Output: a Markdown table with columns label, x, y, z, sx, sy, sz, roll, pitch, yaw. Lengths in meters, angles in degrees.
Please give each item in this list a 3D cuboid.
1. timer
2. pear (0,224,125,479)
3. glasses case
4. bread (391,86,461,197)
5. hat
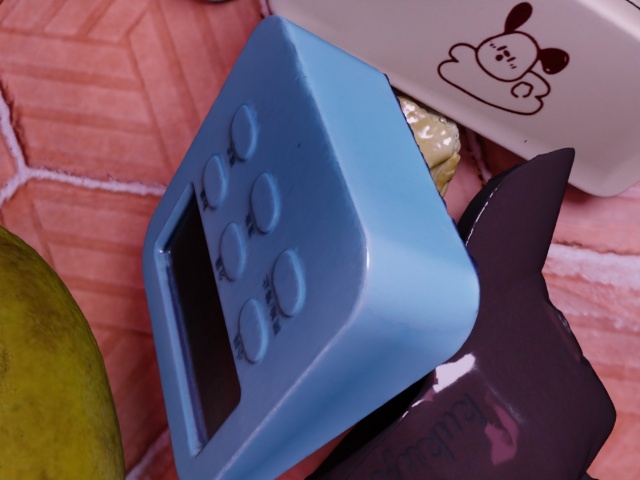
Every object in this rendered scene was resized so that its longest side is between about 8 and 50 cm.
| label | x | y | z | sx | sy | sz | roll | pitch | yaw |
| --- | --- | --- | --- | --- | --- | --- | --- | --- | --- |
| timer | -0.044 | 0.017 | 0.547 | 0.250 | 0.091 | 0.231 | -44 | 48 | 30 |
| pear | -0.319 | 0.179 | 0.615 | 0.352 | 0.352 | 0.413 | -6 | 78 | 8 |
| glasses case | 0.126 | -0.145 | 0.592 | 0.313 | 0.070 | 0.131 | 25 | 136 | -19 |
| bread | 0.000 | 0.000 | 0.668 | 0.152 | 0.130 | 0.267 | 27 | 93 | 46 |
| hat | 0.136 | 0.115 | 0.583 | 0.209 | 0.238 | 0.336 | 31 | 97 | 8 |
